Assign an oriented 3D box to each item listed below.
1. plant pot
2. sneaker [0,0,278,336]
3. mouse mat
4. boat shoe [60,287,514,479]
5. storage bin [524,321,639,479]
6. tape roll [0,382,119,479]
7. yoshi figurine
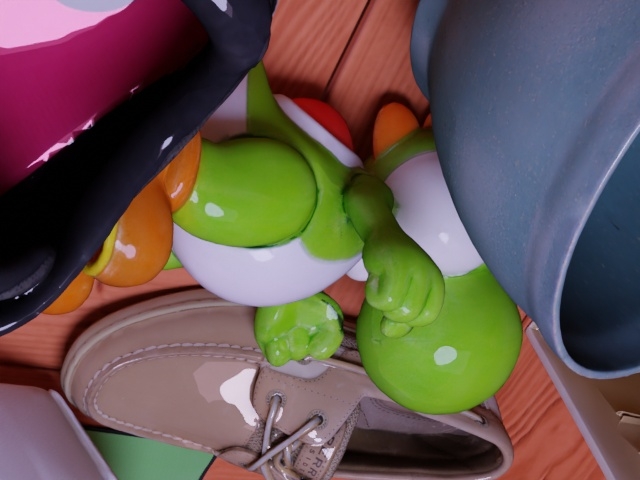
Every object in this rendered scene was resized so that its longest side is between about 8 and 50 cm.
[{"bbox_3d":[0.174,-0.095,0.783,0.293,0.196,0.293,-29,144,-24],"label":"plant pot"},{"bbox_3d":[-0.218,-0.035,0.641,0.483,0.202,0.185,-36,121,16],"label":"sneaker"},{"bbox_3d":[-0.182,0.214,1.097,0.152,0.007,0.190,13,124,-29],"label":"mouse mat"},{"bbox_3d":[-0.013,0.116,0.996,0.341,0.110,0.122,5,128,-24],"label":"boat shoe"},{"bbox_3d":[0.307,0.074,0.969,0.123,0.262,0.260,13,125,-30],"label":"storage bin"},{"bbox_3d":[-0.266,0.226,0.934,0.286,0.100,0.286,-30,150,-20],"label":"tape roll"},{"bbox_3d":[0.005,0.026,0.858,0.362,0.203,0.203,5,126,-33],"label":"yoshi figurine"}]
